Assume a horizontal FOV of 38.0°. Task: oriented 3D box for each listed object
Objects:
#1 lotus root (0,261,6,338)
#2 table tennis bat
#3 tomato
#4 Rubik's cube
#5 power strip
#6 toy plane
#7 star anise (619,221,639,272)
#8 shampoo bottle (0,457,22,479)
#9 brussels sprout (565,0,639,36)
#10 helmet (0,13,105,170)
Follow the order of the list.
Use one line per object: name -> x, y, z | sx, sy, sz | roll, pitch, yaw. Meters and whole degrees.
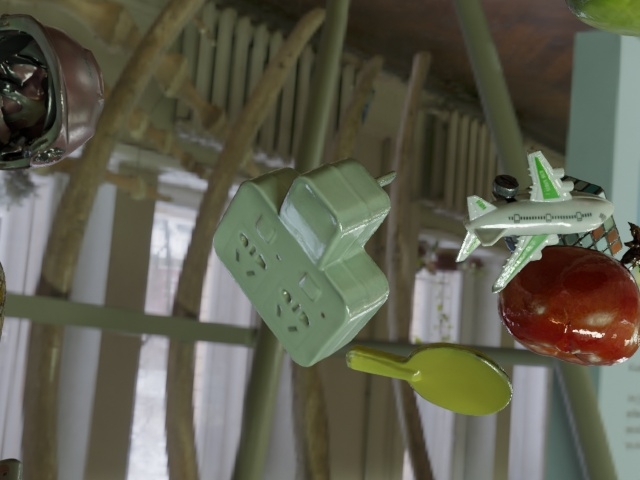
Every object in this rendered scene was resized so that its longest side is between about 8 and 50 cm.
lotus root -> -0.364, 0.072, 0.917 | 0.108, 0.190, 0.094 | 27, 158, -27
table tennis bat -> 0.231, 0.286, 2.001 | 0.369, 0.054, 0.224 | 9, 136, 20
tomato -> 0.506, 0.127, 1.875 | 0.299, 0.226, 0.298 | 13, 168, 3
Rubik's cube -> 0.537, -0.021, 2.094 | 0.182, 0.187, 0.184 | 32, 157, 56
power strip -> 0.000, 0.000, 1.195 | 0.141, 0.229, 0.261 | -26, 161, -39
toy plane -> 0.318, -0.041, 1.379 | 0.255, 0.251, 0.101 | -10, -140, -19
star anise -> 0.672, 0.041, 1.963 | 0.097, 0.190, 0.070 | 22, -163, -9
shampoo bottle -> -0.551, 0.456, 1.586 | 0.080, 0.165, 0.040 | -21, 135, 10
brussels sprout -> 0.584, -0.471, 1.611 | 0.328, 0.247, 0.328 | -3, -165, 1
helmet -> -0.507, -0.267, 1.701 | 0.338, 0.271, 0.197 | -22, 174, 36
